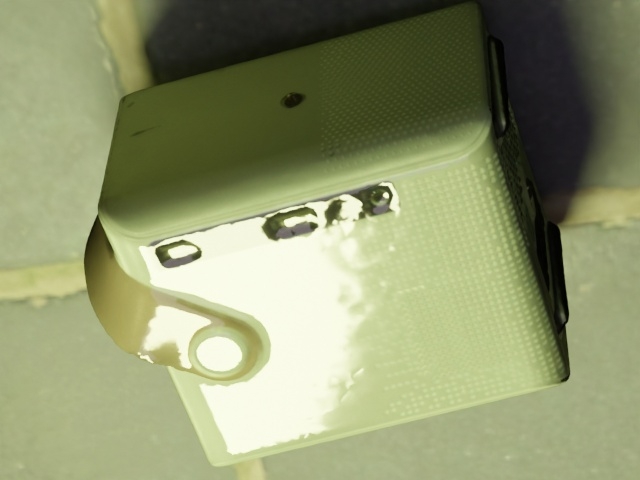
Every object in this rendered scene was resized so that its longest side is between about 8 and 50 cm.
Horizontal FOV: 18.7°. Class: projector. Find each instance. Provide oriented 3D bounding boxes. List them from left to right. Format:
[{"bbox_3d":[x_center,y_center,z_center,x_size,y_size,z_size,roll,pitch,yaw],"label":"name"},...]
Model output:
[{"bbox_3d":[0.000,0.000,1.031,0.242,0.163,0.177,-14,121,9],"label":"projector"}]
